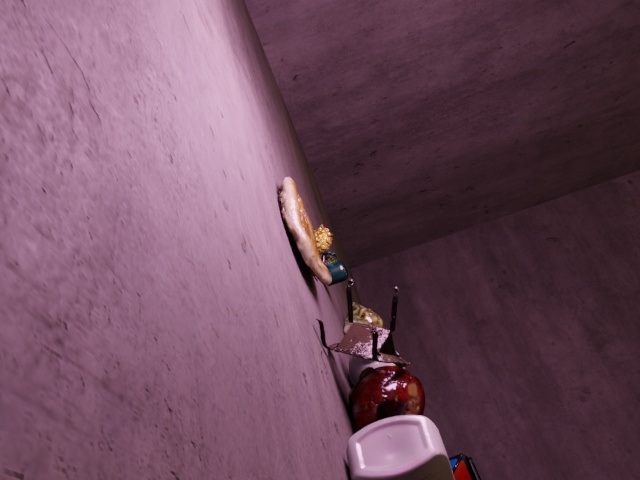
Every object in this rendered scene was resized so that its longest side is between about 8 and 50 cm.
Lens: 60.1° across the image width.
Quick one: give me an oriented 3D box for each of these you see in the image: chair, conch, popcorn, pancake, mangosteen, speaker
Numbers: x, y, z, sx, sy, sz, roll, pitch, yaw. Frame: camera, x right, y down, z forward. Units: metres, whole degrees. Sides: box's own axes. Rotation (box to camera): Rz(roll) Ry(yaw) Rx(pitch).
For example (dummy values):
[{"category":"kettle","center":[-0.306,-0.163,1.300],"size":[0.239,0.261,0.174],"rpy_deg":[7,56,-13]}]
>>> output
[{"category":"chair","center":[0.094,0.204,1.147],"size":[0.149,0.174,0.213],"rpy_deg":[-52,140,-44]},{"category":"conch","center":[0.133,0.275,1.762],"size":[0.187,0.124,0.181],"rpy_deg":[45,-4,37]},{"category":"popcorn","center":[0.000,0.000,1.501],"size":[0.057,0.083,0.082],"rpy_deg":[42,38,-18]},{"category":"pancake","center":[-0.040,-0.020,1.270],"size":[0.282,0.048,0.283],"rpy_deg":[-21,90,-89]},{"category":"mangosteen","center":[0.131,0.346,1.175],"size":[0.180,0.166,0.166],"rpy_deg":[-14,-84,62]},{"category":"speaker","center":[0.034,0.080,1.576],"size":[0.060,0.075,0.095],"rpy_deg":[-103,173,-61]}]

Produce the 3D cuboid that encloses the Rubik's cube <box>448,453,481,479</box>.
[{"category":"Rubik's cube","center":[0.372,0.807,1.569],"size":[0.246,0.248,0.250],"rpy_deg":[-98,167,-67]}]

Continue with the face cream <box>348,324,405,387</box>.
[{"category":"face cream","center":[0.148,0.341,1.402],"size":[0.145,0.145,0.370],"rpy_deg":[-103,175,-56]}]

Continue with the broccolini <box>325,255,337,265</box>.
[{"category":"broccolini","center":[0.033,0.073,1.787],"size":[0.194,0.052,0.054],"rpy_deg":[-78,152,-83]}]

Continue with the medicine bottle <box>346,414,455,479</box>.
[{"category":"medicine bottle","center":[0.152,0.428,0.948],"size":[0.111,0.161,0.296],"rpy_deg":[-102,174,-52]}]
